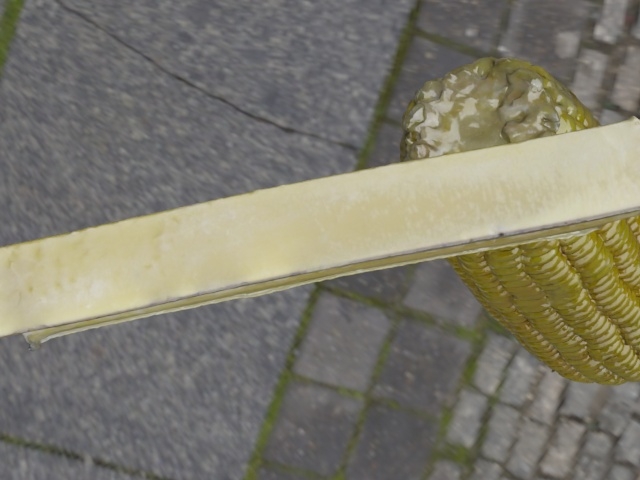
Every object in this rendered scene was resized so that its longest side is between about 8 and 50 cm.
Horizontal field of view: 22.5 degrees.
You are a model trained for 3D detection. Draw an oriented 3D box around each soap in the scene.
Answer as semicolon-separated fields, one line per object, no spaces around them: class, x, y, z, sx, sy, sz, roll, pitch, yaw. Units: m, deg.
soap;0.000;-0.001;0.603;0.252;0.092;0.037;-12;86;1

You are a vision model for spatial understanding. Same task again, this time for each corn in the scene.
corn;0.145;-0.006;0.992;0.131;0.131;0.344;-50;147;-2
